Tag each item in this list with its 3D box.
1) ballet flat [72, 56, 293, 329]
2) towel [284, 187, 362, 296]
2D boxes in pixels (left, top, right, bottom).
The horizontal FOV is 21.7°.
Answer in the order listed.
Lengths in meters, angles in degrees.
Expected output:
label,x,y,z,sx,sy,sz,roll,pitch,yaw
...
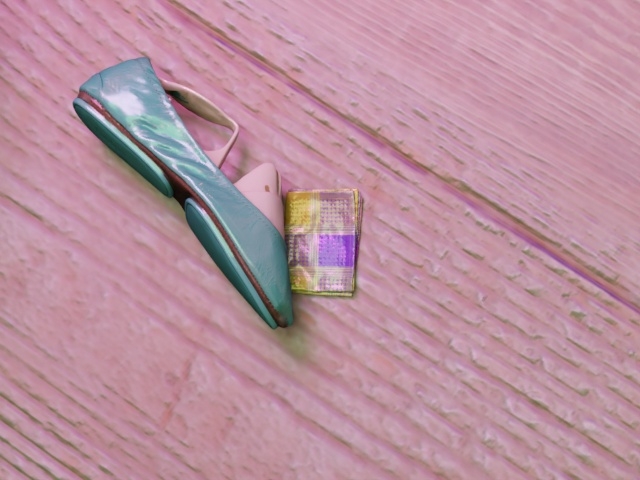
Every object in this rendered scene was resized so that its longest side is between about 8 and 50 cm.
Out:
label,x,y,z,sx,sy,sz,roll,pitch,yaw
ballet flat,-0.082,-0.048,1.266,0.087,0.083,0.247,-40,80,-12
towel,0.000,0.000,1.280,0.060,0.009,0.083,4,83,9
